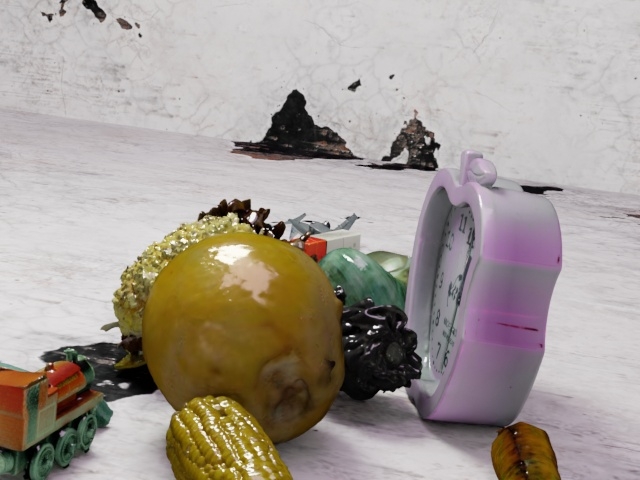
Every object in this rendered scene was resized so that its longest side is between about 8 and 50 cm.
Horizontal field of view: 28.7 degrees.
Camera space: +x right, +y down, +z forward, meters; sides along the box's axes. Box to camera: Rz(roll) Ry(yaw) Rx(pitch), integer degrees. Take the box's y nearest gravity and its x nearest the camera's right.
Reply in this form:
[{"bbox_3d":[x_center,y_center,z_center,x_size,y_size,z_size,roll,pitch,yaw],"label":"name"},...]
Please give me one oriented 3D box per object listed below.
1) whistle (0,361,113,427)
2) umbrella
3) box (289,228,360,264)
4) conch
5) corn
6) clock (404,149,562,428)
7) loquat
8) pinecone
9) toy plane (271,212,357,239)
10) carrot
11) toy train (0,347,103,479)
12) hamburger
[{"bbox_3d":[-0.315,0.173,1.424,0.186,0.039,0.039,12,14,32],"label":"whistle"},{"bbox_3d":[0.000,0.123,1.594,0.154,0.128,0.337,30,-15,-25],"label":"umbrella"},{"bbox_3d":[0.005,0.041,2.040,0.048,0.100,0.152,10,12,36],"label":"box"},{"bbox_3d":[0.061,0.070,1.833,0.188,0.122,0.176,13,24,-42],"label":"conch"},{"bbox_3d":[-0.083,0.216,1.174,0.097,0.097,0.262,0,13,-22],"label":"corn"},{"bbox_3d":[0.189,0.054,1.522,0.102,0.338,0.338,8,11,-9],"label":"clock"},{"bbox_3d":[-0.085,0.105,1.380,0.244,0.243,0.244,5,12,-1],"label":"loquat"},{"bbox_3d":[-0.109,0.035,1.858,0.205,0.179,0.184,22,33,23],"label":"pinecone"},{"bbox_3d":[-0.001,-0.004,2.355,0.226,0.058,0.226,-21,24,-30],"label":"toy plane"},{"bbox_3d":[0.206,0.246,1.233,0.070,0.070,0.260,6,14,3],"label":"carrot"},{"bbox_3d":[-0.278,0.170,1.256,0.074,0.118,0.176,12,15,18],"label":"toy train"},{"bbox_3d":[-0.174,0.061,1.610,0.262,0.138,0.243,-31,13,17],"label":"hamburger"}]
